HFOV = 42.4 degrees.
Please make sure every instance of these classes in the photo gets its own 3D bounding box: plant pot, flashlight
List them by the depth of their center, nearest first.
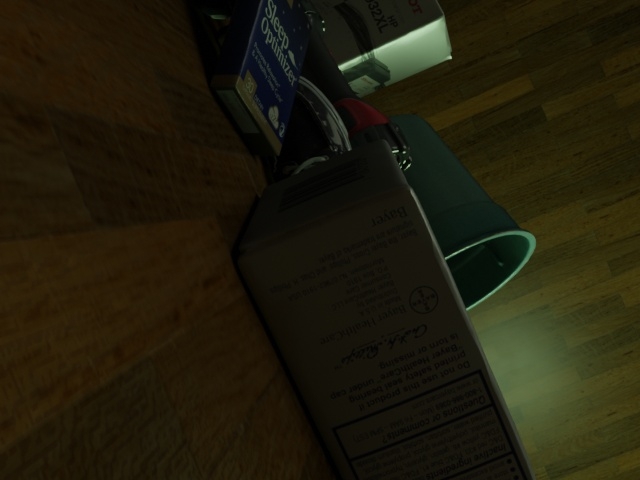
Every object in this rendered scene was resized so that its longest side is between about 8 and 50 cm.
[{"bbox_3d":[0.016,-0.211,1.136,0.304,0.103,0.103,63,-27,24],"label":"flashlight"},{"bbox_3d":[0.183,-0.043,1.609,0.334,0.341,0.341,62,3,25],"label":"plant pot"}]

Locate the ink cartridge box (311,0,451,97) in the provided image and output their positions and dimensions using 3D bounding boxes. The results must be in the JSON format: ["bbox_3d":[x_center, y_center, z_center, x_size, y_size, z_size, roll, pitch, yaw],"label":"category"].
[{"bbox_3d":[0.030,-0.355,1.358,0.129,0.307,0.223,54,14,-66],"label":"ink cartridge box"}]

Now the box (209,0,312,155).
[{"bbox_3d":[-0.058,-0.227,0.936,0.136,0.036,0.225,56,40,-58],"label":"box"}]

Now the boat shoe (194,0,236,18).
[{"bbox_3d":[-0.067,-0.363,1.073,0.302,0.091,0.114,-53,144,-56],"label":"boat shoe"}]

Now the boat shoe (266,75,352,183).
[{"bbox_3d":[-0.005,-0.062,0.988,0.102,0.108,0.301,-1,76,-85],"label":"boat shoe"}]

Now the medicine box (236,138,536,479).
[{"bbox_3d":[0.058,0.078,0.765,0.263,0.149,0.289,-89,156,-76],"label":"medicine box"}]

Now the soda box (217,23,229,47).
[{"bbox_3d":[-0.070,-0.204,1.095,0.058,0.061,0.181,-103,169,-63],"label":"soda box"}]
